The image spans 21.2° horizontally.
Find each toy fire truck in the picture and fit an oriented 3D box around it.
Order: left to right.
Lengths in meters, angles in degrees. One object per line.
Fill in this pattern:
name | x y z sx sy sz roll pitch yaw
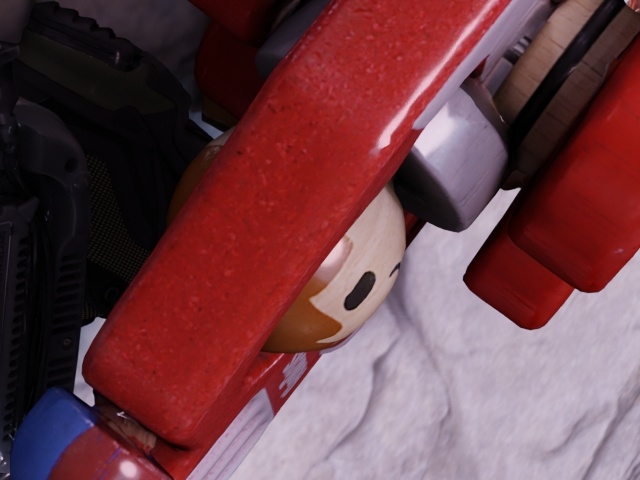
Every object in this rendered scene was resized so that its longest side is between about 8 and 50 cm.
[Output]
toy fire truck | 0.000 0.000 0.583 0.254 0.169 0.302 -53 175 -7

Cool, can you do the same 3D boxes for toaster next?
toaster | -0.171 0.015 0.601 0.129 0.146 0.227 -16 124 -43

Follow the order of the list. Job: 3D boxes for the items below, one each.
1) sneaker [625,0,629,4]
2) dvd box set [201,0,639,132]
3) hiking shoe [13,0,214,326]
sneaker | 0.122 -0.102 0.845 0.098 0.038 0.069 -17 124 -42
dvd box set | 0.096 -0.264 0.797 0.308 0.062 0.420 -15 123 -43
hiking shoe | -0.081 -0.002 0.755 0.114 0.086 0.227 -48 131 -6
